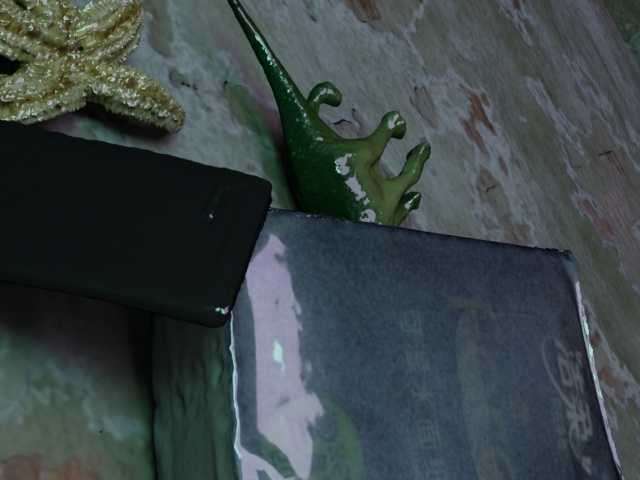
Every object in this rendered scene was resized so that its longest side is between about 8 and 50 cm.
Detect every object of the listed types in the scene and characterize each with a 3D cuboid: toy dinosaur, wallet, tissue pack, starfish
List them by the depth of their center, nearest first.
[{"bbox_3d":[-0.158,-0.019,0.530,0.244,0.025,0.124,12,45,5],"label":"wallet"},{"bbox_3d":[-0.192,-0.148,0.676,0.238,0.071,0.216,38,46,-36],"label":"starfish"},{"bbox_3d":[0.067,0.136,0.682,0.394,0.124,0.288,8,67,-38],"label":"tissue pack"},{"bbox_3d":[0.000,0.000,0.805,0.447,0.087,0.301,46,55,-14],"label":"toy dinosaur"}]
